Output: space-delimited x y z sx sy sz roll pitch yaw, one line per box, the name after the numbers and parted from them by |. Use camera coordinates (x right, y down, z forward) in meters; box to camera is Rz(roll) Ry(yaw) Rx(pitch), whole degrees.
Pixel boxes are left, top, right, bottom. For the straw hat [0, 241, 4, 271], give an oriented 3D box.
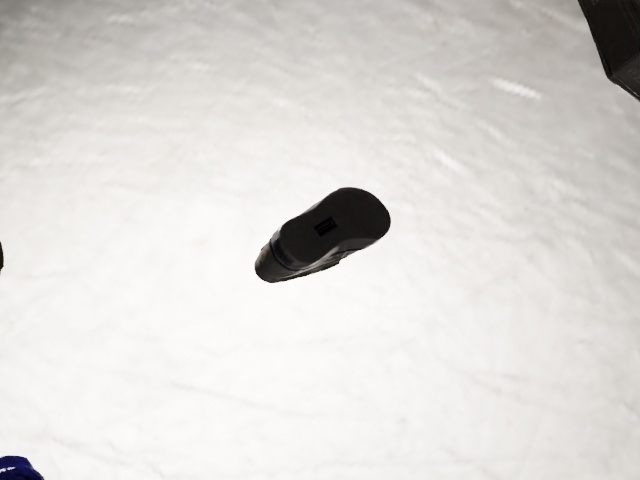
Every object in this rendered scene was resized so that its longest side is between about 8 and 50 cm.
-0.242 -0.018 0.825 0.144 0.144 0.061 -15 57 21 | straw hat

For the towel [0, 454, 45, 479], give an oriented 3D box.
-0.190 0.278 0.810 0.227 0.076 0.308 -33 45 -15 | towel

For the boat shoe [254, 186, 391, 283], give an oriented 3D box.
0.000 0.000 0.789 0.035 0.035 0.100 -40 -6 37 | boat shoe

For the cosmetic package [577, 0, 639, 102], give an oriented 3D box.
0.290 -0.179 0.922 0.238 0.127 0.107 -34 50 28 | cosmetic package
